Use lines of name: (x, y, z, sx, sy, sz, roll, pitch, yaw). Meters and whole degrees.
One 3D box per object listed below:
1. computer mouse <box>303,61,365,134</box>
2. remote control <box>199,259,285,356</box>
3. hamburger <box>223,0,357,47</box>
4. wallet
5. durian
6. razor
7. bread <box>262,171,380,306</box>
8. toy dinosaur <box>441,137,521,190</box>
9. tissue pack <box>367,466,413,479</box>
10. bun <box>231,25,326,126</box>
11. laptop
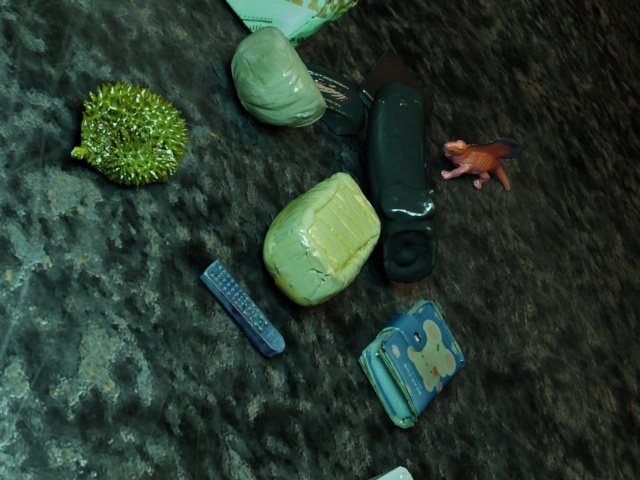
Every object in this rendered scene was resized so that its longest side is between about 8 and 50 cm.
computer mouse: (0.022, -0.246, 2.009, 0.172, 0.057, 0.099, 35, 47, -29)
remote control: (-0.105, 0.095, 1.590, 0.152, 0.027, 0.043, 52, 39, -6)
hamburger: (-0.056, -0.441, 1.936, 0.235, 0.214, 0.125, 54, 21, 4)
wallet: (0.142, 0.183, 1.814, 0.202, 0.059, 0.141, -35, 99, -55)
durian: (-0.249, -0.142, 1.531, 0.208, 0.102, 0.146, -25, 90, -53)
razor: (0.128, -0.098, 1.928, 0.189, 0.107, 0.326, 87, 1, -48)
bread: (0.000, 0.000, 1.732, 0.140, 0.106, 0.236, 51, 33, -9)
toy dinosaur: (0.339, -0.161, 2.283, 0.286, 0.139, 0.070, 13, 54, -48)
tissue pack: (0.027, 0.392, 1.418, 0.246, 0.136, 0.159, -11, 72, -55)
bun: (-0.074, -0.242, 1.828, 0.166, 0.113, 0.173, 56, 9, -12)
laptop: (0.143, -0.266, 2.220, 0.154, 0.026, 0.207, 48, 33, -12)
